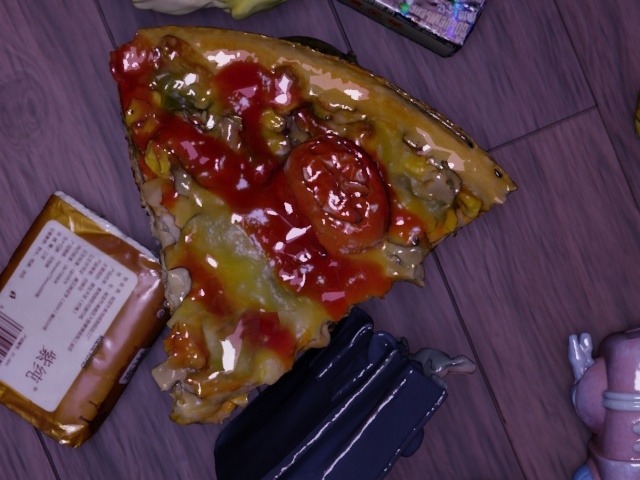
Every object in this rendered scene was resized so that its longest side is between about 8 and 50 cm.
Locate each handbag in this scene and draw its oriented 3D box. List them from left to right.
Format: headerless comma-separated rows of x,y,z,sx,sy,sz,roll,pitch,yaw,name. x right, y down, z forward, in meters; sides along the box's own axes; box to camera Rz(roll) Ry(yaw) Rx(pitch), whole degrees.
0.017,0.180,1.087,0.118,0.326,0.269,44,88,-8,handbag

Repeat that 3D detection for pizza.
-0.033,-0.007,1.036,0.440,0.130,0.406,19,66,-5,pizza

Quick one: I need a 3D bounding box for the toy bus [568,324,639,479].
0.396,0.223,1.195,0.232,0.197,0.294,-1,91,5,toy bus

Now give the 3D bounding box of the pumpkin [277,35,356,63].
-0.063,-0.166,1.188,0.279,0.111,0.163,12,85,-4,pumpkin

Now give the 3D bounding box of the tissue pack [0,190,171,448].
-0.272,0.085,1.169,0.183,0.092,0.226,33,88,5,tissue pack

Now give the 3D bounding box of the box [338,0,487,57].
0.136,-0.390,1.212,0.198,0.084,0.310,27,88,-5,box

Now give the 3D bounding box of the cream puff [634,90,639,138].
0.435,-0.152,1.226,0.146,0.116,0.146,0,89,-2,cream puff

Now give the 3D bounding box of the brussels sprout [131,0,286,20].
-0.103,-0.398,1.087,0.344,0.268,0.344,-6,71,17,brussels sprout
